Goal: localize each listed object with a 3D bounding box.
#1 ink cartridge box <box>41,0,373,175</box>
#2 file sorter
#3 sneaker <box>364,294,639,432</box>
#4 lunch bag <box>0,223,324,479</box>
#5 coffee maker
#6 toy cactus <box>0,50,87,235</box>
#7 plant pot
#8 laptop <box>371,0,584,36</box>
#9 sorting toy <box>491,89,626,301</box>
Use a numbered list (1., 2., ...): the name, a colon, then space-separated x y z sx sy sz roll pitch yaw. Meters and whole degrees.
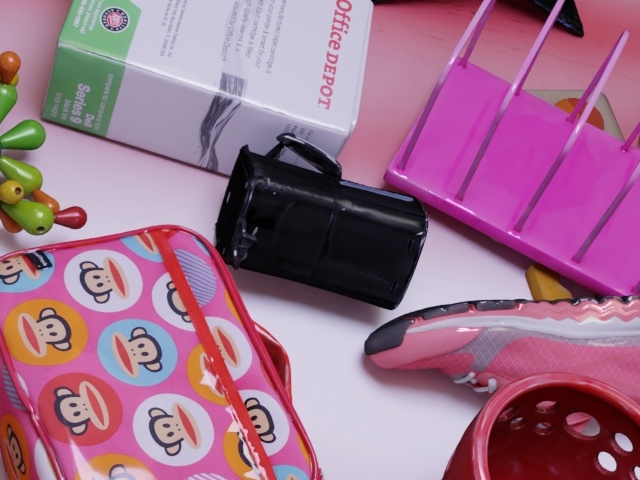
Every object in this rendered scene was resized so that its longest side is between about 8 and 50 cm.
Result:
1. ink cartridge box: -0.108 -0.186 1.288 0.289 0.121 0.211 18 50 -9
2. file sorter: 0.253 -0.111 1.295 0.291 0.182 0.202 28 52 5
3. sneaker: 0.198 0.122 1.190 0.314 0.116 0.136 -1 85 -10
4. lunch bag: -0.134 0.132 1.049 0.258 0.120 0.293 -11 61 -33
5. coffee maker: 0.000 0.000 1.185 0.178 0.120 0.171 15 40 -13
6. toy cactus: -0.319 -0.078 1.133 0.181 0.112 0.219 -20 69 -35
7. plant pot: 0.182 0.230 1.057 0.191 0.174 0.191 12 51 -15
8. laptop: 0.179 -0.360 1.609 0.264 0.137 0.234 24 45 -38
9. sorting toy: 0.269 -0.052 1.394 0.229 0.041 0.307 1 55 -21
